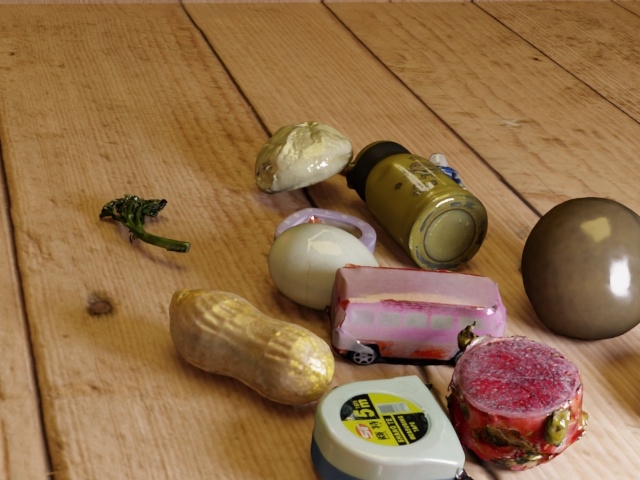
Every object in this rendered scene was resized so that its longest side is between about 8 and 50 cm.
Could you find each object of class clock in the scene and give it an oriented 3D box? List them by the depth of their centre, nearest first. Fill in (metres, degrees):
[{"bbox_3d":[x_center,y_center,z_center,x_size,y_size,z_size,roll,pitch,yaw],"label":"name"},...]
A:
[{"bbox_3d":[0.000,0.000,2.182,0.198,0.064,0.172,-6,30,-21],"label":"clock"}]

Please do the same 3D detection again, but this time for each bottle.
[{"bbox_3d":[0.178,-0.090,2.271,0.171,0.172,0.351,-7,31,-22],"label":"bottle"}]

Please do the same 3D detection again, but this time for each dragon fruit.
[{"bbox_3d":[0.291,0.248,1.712,0.211,0.147,0.282,-16,30,-18],"label":"dragon fruit"}]

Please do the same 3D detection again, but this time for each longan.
[{"bbox_3d":[0.475,0.051,2.004,0.258,0.258,0.258,4,28,-2],"label":"longan"}]

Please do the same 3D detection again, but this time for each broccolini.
[{"bbox_3d":[-0.312,-0.030,2.184,0.123,0.062,0.271,-31,37,-27],"label":"broccolini"}]

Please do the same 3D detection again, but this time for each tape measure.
[{"bbox_3d":[0.117,0.318,1.568,0.215,0.098,0.351,-2,26,-19],"label":"tape measure"}]

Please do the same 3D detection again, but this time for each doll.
[{"bbox_3d":[0.261,-0.127,2.483,0.113,0.057,0.227,1,37,5],"label":"doll"}]

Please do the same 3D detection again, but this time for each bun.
[{"bbox_3d":[-0.039,-0.181,2.382,0.220,0.134,0.220,-17,7,2],"label":"bun"}]

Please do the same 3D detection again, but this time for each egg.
[{"bbox_3d":[0.008,0.049,2.000,0.209,0.151,0.151,16,29,15],"label":"egg"}]

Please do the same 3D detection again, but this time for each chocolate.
[{"bbox_3d":[-0.116,0.167,1.787,0.309,0.134,0.134,25,33,25],"label":"chocolate"}]

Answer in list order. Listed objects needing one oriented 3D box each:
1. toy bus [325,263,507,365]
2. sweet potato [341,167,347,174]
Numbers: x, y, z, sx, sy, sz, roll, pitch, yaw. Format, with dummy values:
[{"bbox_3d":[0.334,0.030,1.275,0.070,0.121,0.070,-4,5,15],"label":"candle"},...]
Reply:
[{"bbox_3d":[0.162,0.128,1.888,0.302,0.147,0.128,3,39,-3],"label":"toy bus"},{"bbox_3d":[0.110,-0.149,2.508,0.179,0.044,0.044,16,30,19],"label":"sweet potato"}]
